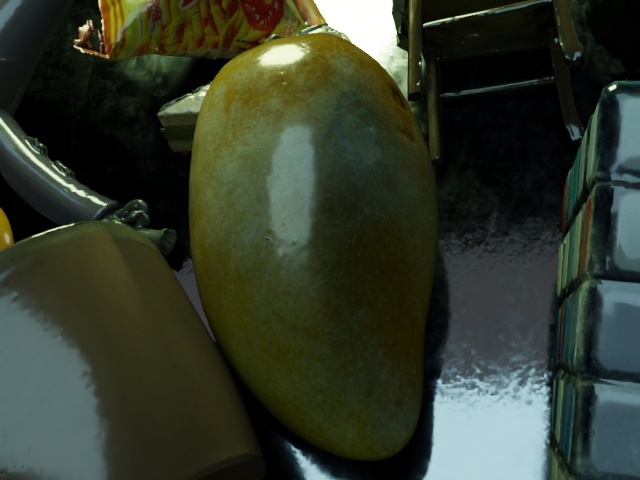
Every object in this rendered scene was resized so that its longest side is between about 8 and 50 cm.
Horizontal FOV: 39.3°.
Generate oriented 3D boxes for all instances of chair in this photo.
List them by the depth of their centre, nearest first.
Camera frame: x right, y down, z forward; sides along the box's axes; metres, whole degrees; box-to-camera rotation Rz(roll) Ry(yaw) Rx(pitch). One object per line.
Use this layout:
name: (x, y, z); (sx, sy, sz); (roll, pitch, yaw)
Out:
chair: (0.157, -0.254, 0.911); (0.186, 0.160, 0.319); (-9, 62, 13)

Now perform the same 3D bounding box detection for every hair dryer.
hair dryer: (-0.275, -0.114, 0.950); (0.361, 0.121, 0.301); (41, 94, 12)

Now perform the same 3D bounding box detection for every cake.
cake: (-0.051, -0.159, 0.938); (0.220, 0.086, 0.116); (-1, 63, 11)

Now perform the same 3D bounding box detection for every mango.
mango: (0.000, 0.000, 0.779); (0.222, 0.199, 0.384); (-7, 74, -21)

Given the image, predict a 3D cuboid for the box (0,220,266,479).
box: (-0.200, 0.161, 0.702); (0.301, 0.301, 0.216); (-34, 68, -7)

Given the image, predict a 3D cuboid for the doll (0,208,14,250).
doll: (-0.388, 0.054, 0.837); (0.213, 0.213, 0.236); (-25, 69, -2)

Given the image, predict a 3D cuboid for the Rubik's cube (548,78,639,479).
Rubik's cube: (0.306, 0.074, 0.588); (0.292, 0.287, 0.293); (2, 84, 13)

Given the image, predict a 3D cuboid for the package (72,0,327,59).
package: (-0.135, -0.279, 0.979); (0.288, 0.108, 0.223); (-3, 63, -21)
